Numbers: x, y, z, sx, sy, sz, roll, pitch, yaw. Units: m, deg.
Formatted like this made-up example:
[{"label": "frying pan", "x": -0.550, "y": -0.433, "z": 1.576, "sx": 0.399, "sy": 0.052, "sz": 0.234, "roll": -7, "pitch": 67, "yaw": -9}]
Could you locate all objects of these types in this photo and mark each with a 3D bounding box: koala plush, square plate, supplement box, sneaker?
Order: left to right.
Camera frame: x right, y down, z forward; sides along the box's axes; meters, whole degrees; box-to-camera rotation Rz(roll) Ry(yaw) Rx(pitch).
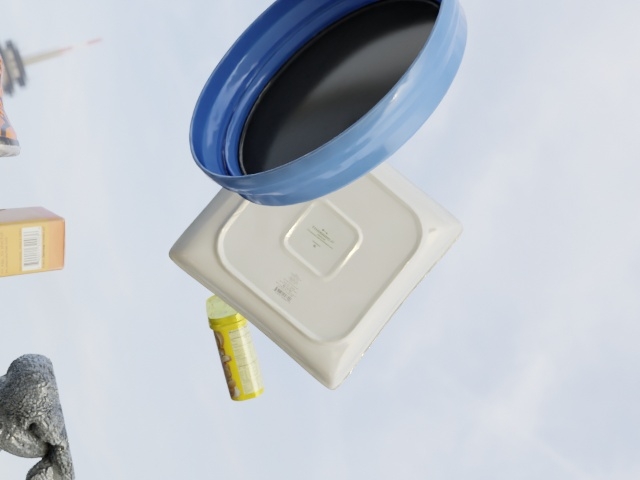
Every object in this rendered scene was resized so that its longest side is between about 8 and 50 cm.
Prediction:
[{"label": "supplement box", "x": -0.453, "y": 0.007, "z": 1.590, "sx": 0.078, "sy": 0.233, "sz": 0.080, "roll": 23, "pitch": -68, "yaw": 51}, {"label": "sneaker", "x": -0.594, "y": -0.236, "z": 2.110, "sx": 0.321, "sy": 0.124, "sz": 0.180, "roll": -158, "pitch": -114, "yaw": -64}, {"label": "koala plush", "x": -0.507, "y": 0.281, "z": 1.875, "sx": 0.203, "sy": 0.221, "sz": 0.196, "roll": 94, "pitch": -20, "yaw": -46}, {"label": "square plate", "x": 0.000, "y": 0.000, "z": 1.919, "sx": 0.347, "sy": 0.344, "sz": 0.049, "roll": 40, "pitch": -7, "yaw": -7}]

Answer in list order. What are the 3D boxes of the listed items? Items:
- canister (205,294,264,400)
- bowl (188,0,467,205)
[{"label": "canister", "x": -0.153, "y": 0.192, "z": 2.221, "sx": 0.126, "sy": 0.073, "sz": 0.170, "roll": -113, "pitch": -171, "yaw": -71}, {"label": "bowl", "x": 0.009, "y": -0.204, "z": 1.522, "sx": 0.077, "sy": 0.391, "sz": 0.391, "roll": 46, "pitch": -14, "yaw": -34}]
